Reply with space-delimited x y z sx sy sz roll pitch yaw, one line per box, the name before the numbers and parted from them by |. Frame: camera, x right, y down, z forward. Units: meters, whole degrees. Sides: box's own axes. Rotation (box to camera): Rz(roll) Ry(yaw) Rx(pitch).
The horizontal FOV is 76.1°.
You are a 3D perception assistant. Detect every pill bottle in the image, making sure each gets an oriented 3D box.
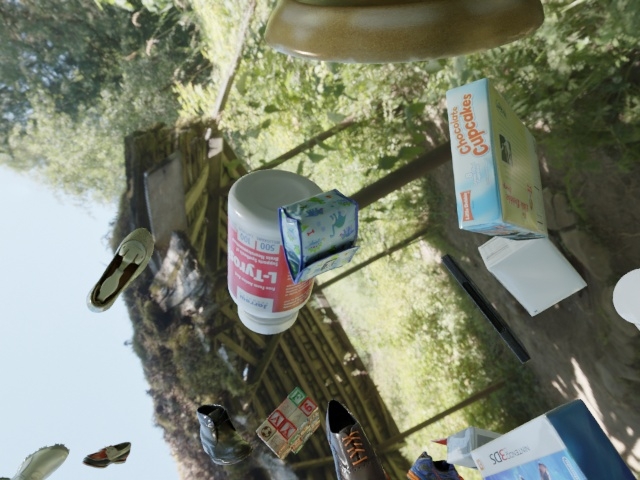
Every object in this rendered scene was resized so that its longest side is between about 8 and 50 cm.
pill bottle | 0.462 0.090 0.513 0.169 0.094 0.094 17 -161 -15
pill bottle | -0.121 0.046 1.043 0.229 0.228 0.408 -115 27 -44

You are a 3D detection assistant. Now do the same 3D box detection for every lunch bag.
lunch bag | 0.000 0.000 0.752 0.096 0.128 0.151 43 144 45

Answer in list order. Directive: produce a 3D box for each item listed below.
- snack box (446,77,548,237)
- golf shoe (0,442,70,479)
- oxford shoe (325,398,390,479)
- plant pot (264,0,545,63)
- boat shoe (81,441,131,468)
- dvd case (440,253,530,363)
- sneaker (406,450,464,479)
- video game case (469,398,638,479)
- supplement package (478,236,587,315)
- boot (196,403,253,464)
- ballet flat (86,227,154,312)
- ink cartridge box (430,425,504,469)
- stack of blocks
snack box | 0.288 -0.101 0.640 0.321 0.060 0.187 5 -101 -52
golf shoe | -0.582 0.484 0.806 0.086 0.176 0.069 34 153 52
oxford shoe | 0.066 0.436 0.823 0.271 0.096 0.099 -138 30 -63
plant pot | 0.066 -0.206 0.352 0.236 0.236 0.033 -115 14 -49
boat shoe | -0.489 0.493 0.942 0.049 0.043 0.137 16 164 20
dvd case | 0.353 0.137 0.885 0.253 0.022 0.180 56 -164 17
sneaker | 0.333 0.612 1.040 0.221 0.087 0.083 27 170 -9
video game case | 0.311 0.362 0.489 0.244 0.061 0.270 94 158 -53
supplement package | 0.716 0.087 1.395 0.262 0.204 0.145 43 -155 -16
boot | -0.245 0.467 0.996 0.219 0.082 0.106 -18 93 49
ballet flat | -0.338 0.049 0.705 0.057 0.168 0.052 32 153 -19
ink cartridge box | 0.444 0.528 0.972 0.261 0.296 0.066 104 180 -56
stack of blocks | -0.092 0.594 1.297 0.087 0.171 0.297 37 155 23
